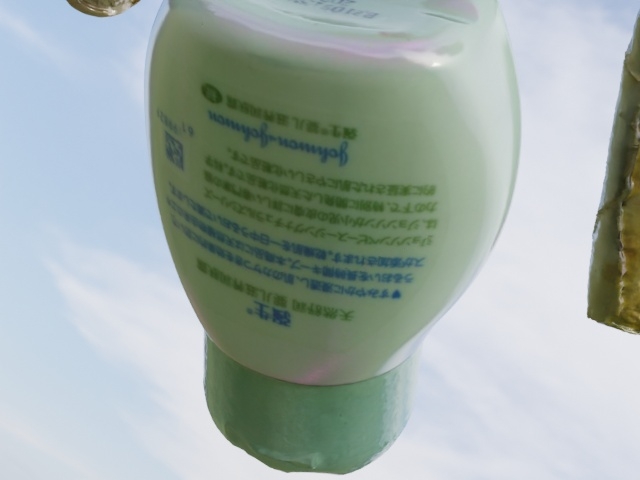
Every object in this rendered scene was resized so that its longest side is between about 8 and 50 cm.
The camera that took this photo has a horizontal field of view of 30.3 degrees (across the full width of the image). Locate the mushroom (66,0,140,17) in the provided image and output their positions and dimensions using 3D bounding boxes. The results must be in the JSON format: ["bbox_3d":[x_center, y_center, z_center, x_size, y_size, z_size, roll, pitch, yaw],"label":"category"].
[{"bbox_3d":[-0.184,-0.286,1.090,0.088,0.097,0.212,16,-25,-7],"label":"mushroom"}]

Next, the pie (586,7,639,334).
[{"bbox_3d":[0.256,-0.056,0.824,0.068,0.128,0.282,-114,-157,-57],"label":"pie"}]

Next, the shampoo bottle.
[{"bbox_3d":[0.000,0.000,0.720,0.221,0.151,0.349,15,-51,15],"label":"shampoo bottle"}]
